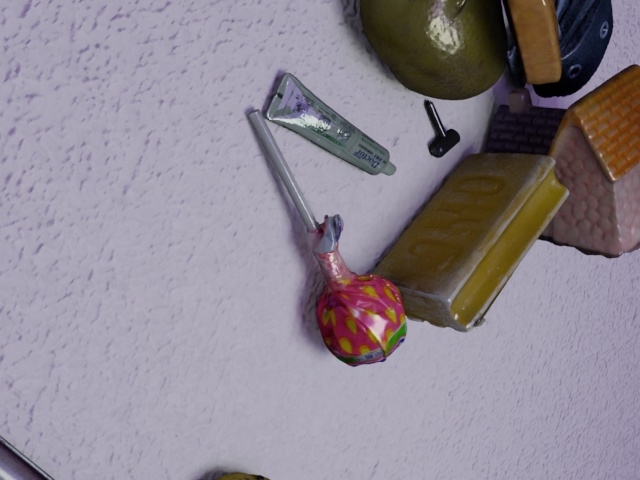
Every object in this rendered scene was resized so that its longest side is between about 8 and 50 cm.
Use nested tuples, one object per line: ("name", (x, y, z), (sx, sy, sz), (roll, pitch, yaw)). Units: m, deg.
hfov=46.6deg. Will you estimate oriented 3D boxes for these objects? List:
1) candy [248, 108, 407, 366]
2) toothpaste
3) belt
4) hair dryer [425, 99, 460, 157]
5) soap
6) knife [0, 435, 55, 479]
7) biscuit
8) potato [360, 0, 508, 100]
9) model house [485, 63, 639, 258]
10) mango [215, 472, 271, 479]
("candy", (0.000, 0.000, 0.942), (0.124, 0.124, 0.365), (-36, 110, -29))
("toothpaste", (0.022, -0.137, 0.962), (0.218, 0.041, 0.064), (28, 86, -36))
("belt", (0.381, -0.341, 1.158), (0.218, 0.122, 0.128), (-62, 143, -19))
("hair dryer", (0.172, -0.167, 1.089), (0.047, 0.026, 0.083), (-41, 119, -28))
("soap", (0.210, -0.005, 1.054), (0.274, 0.173, 0.089), (-49, 121, -23))
("knife", (-0.320, 0.203, 0.728), (0.123, 0.053, 0.278), (-51, 127, -26))
("biscuit", (0.235, -0.396, 0.933), (0.365, 0.062, 0.385), (-78, 148, -58))
("potato", (0.159, -0.279, 0.970), (0.174, 0.159, 0.251), (-31, 138, 19))
("model house", (0.400, -0.136, 1.139), (0.202, 0.237, 0.237), (-32, 121, -27))
("mango", (-0.095, 0.378, 0.927), (0.137, 0.098, 0.195), (-21, 119, -38))
